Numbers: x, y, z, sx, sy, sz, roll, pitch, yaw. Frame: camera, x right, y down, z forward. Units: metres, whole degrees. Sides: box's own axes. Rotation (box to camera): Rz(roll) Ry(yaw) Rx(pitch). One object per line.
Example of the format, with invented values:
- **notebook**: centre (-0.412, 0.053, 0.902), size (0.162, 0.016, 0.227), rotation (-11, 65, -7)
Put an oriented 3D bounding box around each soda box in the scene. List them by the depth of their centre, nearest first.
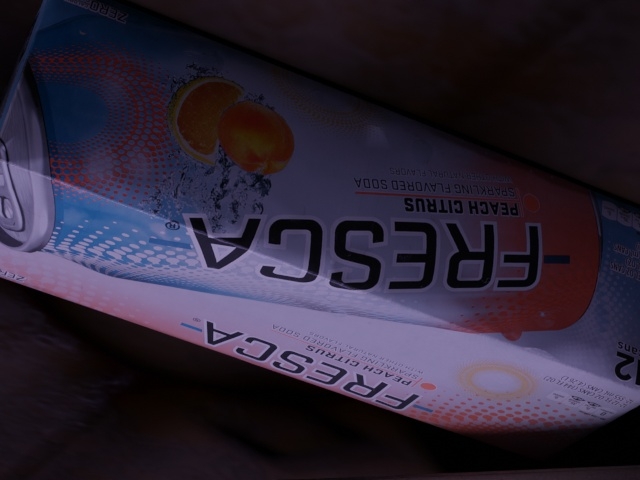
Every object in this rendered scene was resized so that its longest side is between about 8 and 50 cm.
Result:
- **soda box**: centre (0.000, 0.000, 0.403), size (0.183, 0.058, 0.063), rotation (20, 149, -14)

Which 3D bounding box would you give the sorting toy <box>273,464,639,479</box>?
- **sorting toy**: centre (0.076, 0.095, 0.469), size (0.347, 0.047, 0.196), rotation (-8, 169, 30)
